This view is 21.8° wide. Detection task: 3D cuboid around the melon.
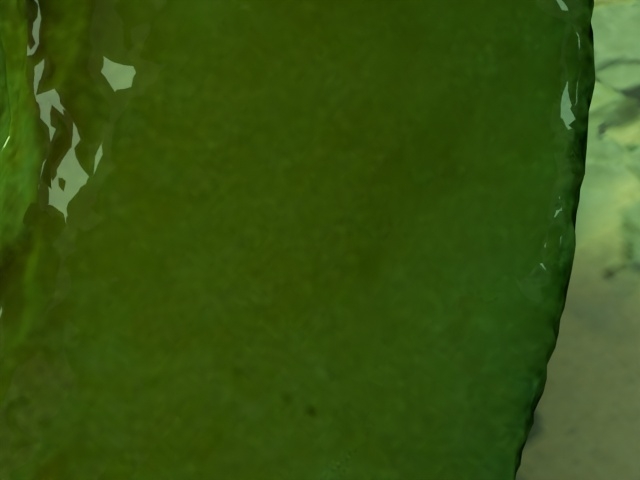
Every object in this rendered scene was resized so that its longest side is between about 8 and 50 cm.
[{"bbox_3d":[-0.079,-0.026,0.410,0.331,0.226,0.343,35,84,40],"label":"melon"}]
